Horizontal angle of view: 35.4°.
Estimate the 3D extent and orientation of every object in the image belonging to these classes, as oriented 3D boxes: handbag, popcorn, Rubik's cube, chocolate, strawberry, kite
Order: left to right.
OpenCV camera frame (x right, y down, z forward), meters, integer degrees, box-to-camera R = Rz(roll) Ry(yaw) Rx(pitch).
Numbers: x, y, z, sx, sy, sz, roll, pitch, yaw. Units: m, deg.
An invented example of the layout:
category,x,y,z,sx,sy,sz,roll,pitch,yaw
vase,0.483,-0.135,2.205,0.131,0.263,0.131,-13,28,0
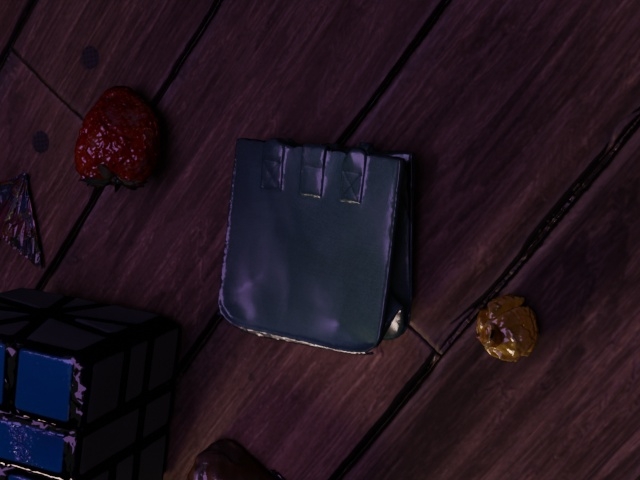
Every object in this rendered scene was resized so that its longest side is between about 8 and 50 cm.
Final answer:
category,x,y,z,sx,sy,sz,roll,pitch,yaw
kite,-0.528,-0.037,1.659,0.232,0.009,0.189,37,111,21
Rubik's cube,-0.395,0.239,1.440,0.288,0.293,0.283,9,101,15
strawberry,-0.297,-0.148,1.468,0.131,0.131,0.148,11,107,26
chocolate,-0.120,0.397,1.439,0.214,0.093,0.148,33,107,21
handbag,0.002,0.002,1.344,0.268,0.100,0.274,6,96,30
popcorn,0.227,0.111,1.244,0.084,0.084,0.084,3,96,27
